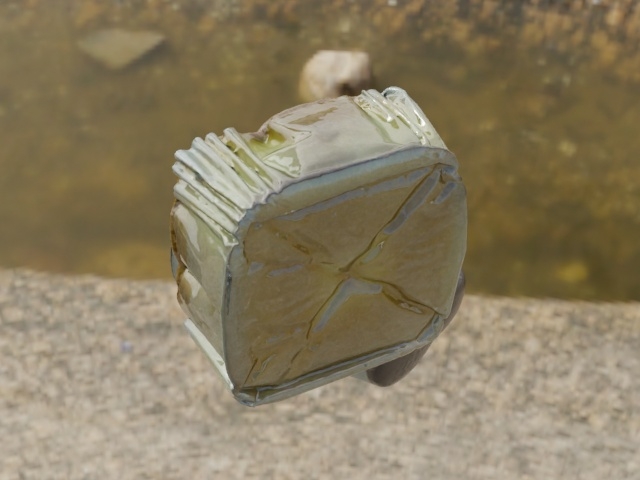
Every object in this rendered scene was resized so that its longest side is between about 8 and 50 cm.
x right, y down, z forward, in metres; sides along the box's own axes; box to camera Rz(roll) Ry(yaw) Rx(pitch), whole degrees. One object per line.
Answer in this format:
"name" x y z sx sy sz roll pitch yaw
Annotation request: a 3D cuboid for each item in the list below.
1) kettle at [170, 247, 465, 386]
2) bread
"kettle" 0.018 0.020 1.269 0.236 0.161 0.221 28 29 26
"bread" -0.002 0.000 0.961 0.210 0.192 0.110 -21 40 -27
